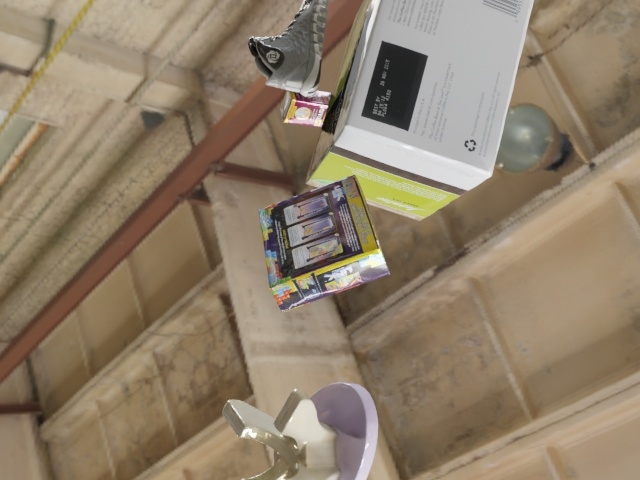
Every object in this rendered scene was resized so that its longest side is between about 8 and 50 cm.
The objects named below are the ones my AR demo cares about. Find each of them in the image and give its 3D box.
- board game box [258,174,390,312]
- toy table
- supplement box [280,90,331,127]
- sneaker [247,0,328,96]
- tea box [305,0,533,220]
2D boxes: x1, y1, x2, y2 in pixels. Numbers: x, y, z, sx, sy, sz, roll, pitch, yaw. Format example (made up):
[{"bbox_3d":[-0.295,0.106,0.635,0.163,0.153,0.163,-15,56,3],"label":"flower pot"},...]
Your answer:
[{"bbox_3d":[0.000,0.000,1.031,0.141,0.048,0.170,-19,-144,5],"label":"board game box"},{"bbox_3d":[-0.038,0.351,1.313,0.252,0.161,0.274,30,-76,46],"label":"toy table"},{"bbox_3d":[-0.024,-0.240,1.471,0.043,0.083,0.055,-106,-151,-42],"label":"supplement box"},{"bbox_3d":[-0.060,-0.368,1.446,0.086,0.132,0.228,110,-14,-67],"label":"sneaker"},{"bbox_3d":[0.144,-0.240,1.258,0.323,0.220,0.328,142,-35,-76],"label":"tea box"}]
